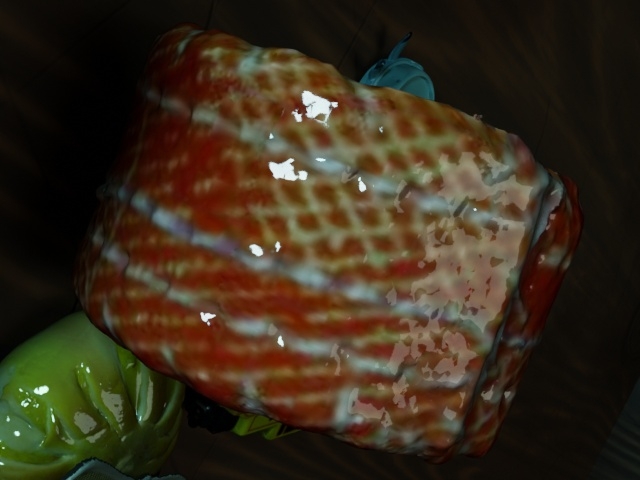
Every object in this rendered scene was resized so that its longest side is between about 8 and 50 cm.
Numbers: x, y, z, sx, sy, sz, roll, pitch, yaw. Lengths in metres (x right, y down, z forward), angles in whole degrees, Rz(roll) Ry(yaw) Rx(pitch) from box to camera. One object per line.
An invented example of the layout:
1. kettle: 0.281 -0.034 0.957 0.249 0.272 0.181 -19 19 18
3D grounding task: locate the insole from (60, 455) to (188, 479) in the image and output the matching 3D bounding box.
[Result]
1. insole: -0.159 0.219 0.867 0.109 0.007 0.322 -52 164 -11

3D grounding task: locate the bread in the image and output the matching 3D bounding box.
1. bread: -0.189 0.159 0.873 0.213 0.104 0.213 -39 143 -38

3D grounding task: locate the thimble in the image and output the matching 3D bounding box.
1. thimble: 0.000 0.000 0.805 0.350 0.350 0.231 14 99 -57

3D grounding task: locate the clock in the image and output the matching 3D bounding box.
1. clock: 0.071 -0.134 1.093 0.108 0.045 0.147 -45 143 -30

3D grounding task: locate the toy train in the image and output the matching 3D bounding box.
1. toy train: -0.056 0.133 1.061 0.219 0.089 0.127 -7 128 -54
